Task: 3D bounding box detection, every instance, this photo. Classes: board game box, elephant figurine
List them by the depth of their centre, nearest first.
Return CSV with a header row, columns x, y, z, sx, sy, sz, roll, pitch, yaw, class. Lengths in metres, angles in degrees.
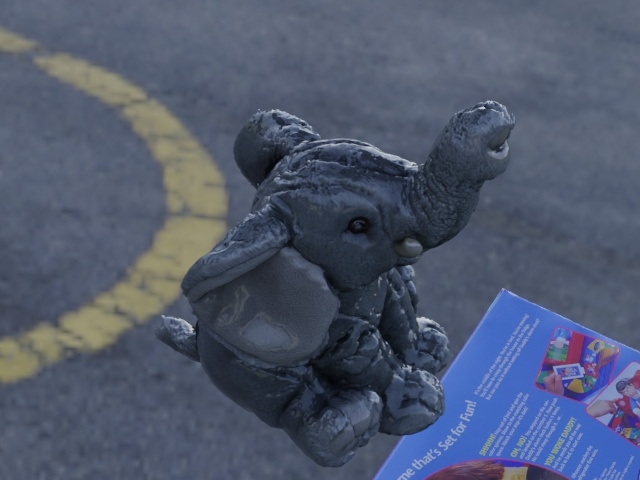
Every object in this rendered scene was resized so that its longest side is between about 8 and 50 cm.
x,y,z,sx,sy,sz,roll,pitch,yaw,class
0.000,0.000,1.030,0.186,0.239,0.169,-22,46,-14,elephant figurine
0.165,0.213,1.350,0.233,0.078,0.347,25,48,17,board game box
